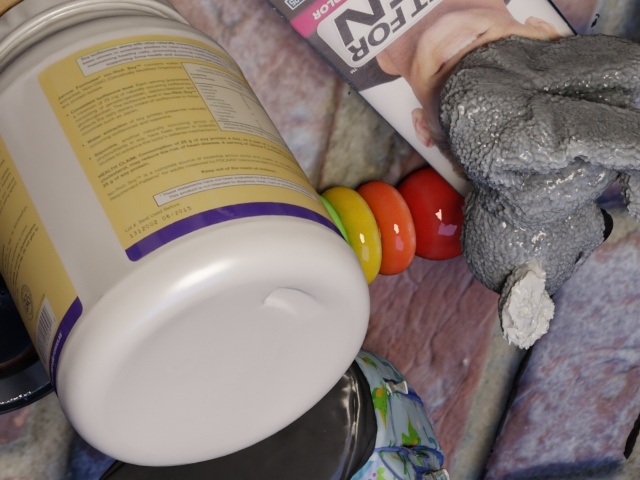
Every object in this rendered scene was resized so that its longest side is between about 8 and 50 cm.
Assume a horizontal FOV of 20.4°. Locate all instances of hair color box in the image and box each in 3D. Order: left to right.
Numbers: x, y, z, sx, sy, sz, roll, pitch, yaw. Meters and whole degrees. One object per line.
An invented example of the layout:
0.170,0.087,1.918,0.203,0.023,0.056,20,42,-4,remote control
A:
0.091,-0.193,1.504,0.174,0.105,0.347,-40,135,10,hair color box

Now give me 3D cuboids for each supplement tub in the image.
-0.133,-0.020,1.362,0.241,0.331,0.241,-19,142,-16,supplement tub

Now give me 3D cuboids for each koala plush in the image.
0.178,-0.039,1.490,0.203,0.196,0.221,2,129,-14,koala plush

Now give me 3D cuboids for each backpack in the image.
-0.015,0.225,1.701,0.290,0.273,0.355,-39,175,9,backpack

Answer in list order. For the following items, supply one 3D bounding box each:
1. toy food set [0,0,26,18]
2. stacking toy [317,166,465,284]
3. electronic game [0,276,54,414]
-0.239,-0.182,1.405,0.083,0.020,0.083,-4,129,-24,toy food set
0.000,0.000,1.625,0.330,0.141,0.141,-17,134,-23,stacking toy
-0.293,0.070,1.578,0.229,0.048,0.229,-15,132,-17,electronic game
